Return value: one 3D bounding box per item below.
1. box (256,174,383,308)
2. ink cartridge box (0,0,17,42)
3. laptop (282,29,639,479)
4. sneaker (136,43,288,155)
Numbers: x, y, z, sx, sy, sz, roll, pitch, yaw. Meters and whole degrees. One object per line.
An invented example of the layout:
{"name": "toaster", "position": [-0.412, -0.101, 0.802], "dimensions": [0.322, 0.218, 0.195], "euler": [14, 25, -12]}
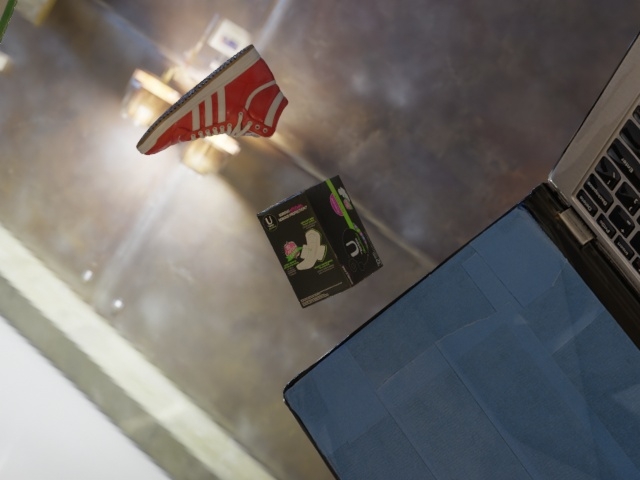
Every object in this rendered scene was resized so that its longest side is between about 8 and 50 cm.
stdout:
{"name": "box", "position": [0.000, 0.000, 0.927], "dimensions": [0.062, 0.052, 0.083], "euler": [-31, -84, -58]}
{"name": "ink cartridge box", "position": [-0.283, -0.199, 0.873], "dimensions": [0.086, 0.153, 0.208], "euler": [22, 178, -28]}
{"name": "laptop", "position": [0.200, 0.119, 0.734], "dimensions": [0.236, 0.408, 0.382], "euler": [-28, -110, -23]}
{"name": "sneaker", "position": [-0.078, -0.087, 0.893], "dimensions": [0.067, 0.118, 0.042], "euler": [52, 173, -15]}
